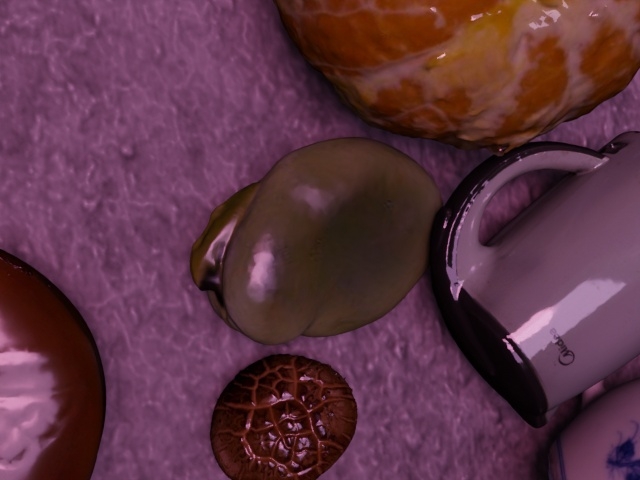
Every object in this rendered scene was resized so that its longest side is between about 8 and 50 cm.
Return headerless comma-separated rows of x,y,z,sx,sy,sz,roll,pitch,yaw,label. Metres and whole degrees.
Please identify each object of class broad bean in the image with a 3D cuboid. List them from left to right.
0.000,0.000,0.657,0.227,0.100,0.170,-9,103,-26,broad bean

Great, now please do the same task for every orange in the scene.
0.120,-0.231,0.577,0.329,0.249,0.330,-9,119,-18,orange

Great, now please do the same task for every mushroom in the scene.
-0.030,0.155,0.655,0.109,0.085,0.126,45,76,-11,mushroom

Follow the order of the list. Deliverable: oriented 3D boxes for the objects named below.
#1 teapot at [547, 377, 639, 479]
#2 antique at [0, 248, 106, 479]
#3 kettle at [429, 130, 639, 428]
0.344,0.234,0.656,0.279,0.252,0.424,-10,56,14,teapot
-0.276,0.139,0.562,0.223,0.129,0.278,21,82,-12,antique
0.210,0.014,0.673,0.236,0.161,0.221,-37,105,-7,kettle
